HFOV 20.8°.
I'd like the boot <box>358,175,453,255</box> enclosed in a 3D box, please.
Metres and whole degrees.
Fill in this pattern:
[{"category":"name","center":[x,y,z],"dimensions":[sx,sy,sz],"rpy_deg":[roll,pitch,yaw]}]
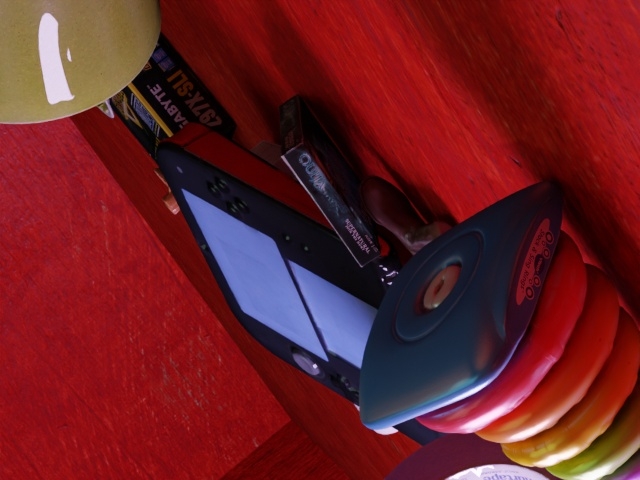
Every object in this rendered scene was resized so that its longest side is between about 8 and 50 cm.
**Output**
[{"category":"boot","center":[0.086,-0.015,1.531],"dimensions":[0.106,0.037,0.114],"rpy_deg":[45,173,-12]}]

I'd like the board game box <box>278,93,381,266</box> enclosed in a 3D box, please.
[{"category":"board game box","center":[0.007,-0.059,1.603],"dimensions":[0.126,0.026,0.186],"rpy_deg":[54,-171,-16]}]

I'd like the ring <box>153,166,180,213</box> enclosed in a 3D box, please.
[{"category":"ring","center":[-0.101,0.033,2.249],"dimensions":[0.336,0.032,0.336],"rpy_deg":[45,177,3]}]

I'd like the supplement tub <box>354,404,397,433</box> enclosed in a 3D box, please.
[{"category":"supplement tub","center":[0.068,0.181,2.163],"dimensions":[0.107,0.071,0.071],"rpy_deg":[55,171,-34]}]

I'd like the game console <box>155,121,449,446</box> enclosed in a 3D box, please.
[{"category":"game console","center":[-0.011,0.057,1.882],"dimensions":[0.342,0.060,0.386],"rpy_deg":[34,159,36]}]

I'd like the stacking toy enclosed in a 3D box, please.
[{"category":"stacking toy","center":[0.193,0.115,1.215],"dimensions":[0.302,0.175,0.166],"rpy_deg":[37,144,-18]}]

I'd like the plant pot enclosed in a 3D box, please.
[{"category":"plant pot","center":[-0.296,-0.310,1.661],"dimensions":[0.275,0.275,0.293],"rpy_deg":[46,155,28]}]

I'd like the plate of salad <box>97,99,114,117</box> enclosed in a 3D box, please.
[{"category":"plate of salad","center":[-0.336,-0.233,2.257],"dimensions":[0.200,0.048,0.200],"rpy_deg":[49,170,11]}]

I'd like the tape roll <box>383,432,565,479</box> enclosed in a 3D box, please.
[{"category":"tape roll","center":[0.170,0.314,1.667],"dimensions":[0.275,0.275,0.090],"rpy_deg":[44,169,41]}]

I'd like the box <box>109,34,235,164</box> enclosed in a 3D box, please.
[{"category":"box","center":[-0.223,-0.194,2.246],"dimensions":[0.257,0.079,0.322],"rpy_deg":[49,171,1]}]

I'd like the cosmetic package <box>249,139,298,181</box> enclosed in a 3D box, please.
[{"category":"cosmetic package","center":[0.000,0.000,1.948],"dimensions":[0.239,0.060,0.099],"rpy_deg":[54,170,-21]}]
